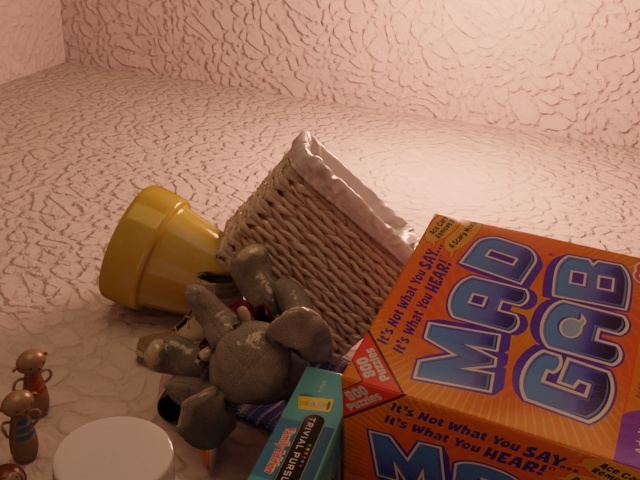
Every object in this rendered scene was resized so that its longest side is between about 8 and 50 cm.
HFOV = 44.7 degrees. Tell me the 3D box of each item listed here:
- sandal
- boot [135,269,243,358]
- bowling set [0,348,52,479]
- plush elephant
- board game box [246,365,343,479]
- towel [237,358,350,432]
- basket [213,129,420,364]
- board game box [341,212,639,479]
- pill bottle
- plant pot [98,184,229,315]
[{"bbox_3d":[-0.230,0.270,1.288,0.076,0.102,0.265,-3,29,-20],"label":"sandal"},{"bbox_3d":[-0.243,0.141,1.474,0.213,0.165,0.077,-5,27,-21],"label":"boot"},{"bbox_3d":[-0.495,0.278,1.174,0.200,0.154,0.287,23,32,34],"label":"bowling set"},{"bbox_3d":[-0.116,0.161,1.148,0.272,0.255,0.330,-40,69,-8],"label":"plush elephant"},{"bbox_3d":[-0.035,0.357,0.963,0.079,0.253,0.336,10,27,13],"label":"board game box"},{"bbox_3d":[-0.005,0.274,1.384,0.336,0.040,0.243,18,30,27],"label":"towel"},{"bbox_3d":[0.000,0.000,1.488,0.331,0.266,0.328,43,10,-11],"label":"basket"},{"bbox_3d":[0.262,0.235,1.067,0.357,0.356,0.356,14,41,20],"label":"board game box"},{"bbox_3d":[-0.227,0.356,0.883,0.169,0.301,0.169,3,26,-2],"label":"pill bottle"},{"bbox_3d":[-0.287,0.046,1.604,0.239,0.254,0.254,23,28,2],"label":"plant pot"}]
